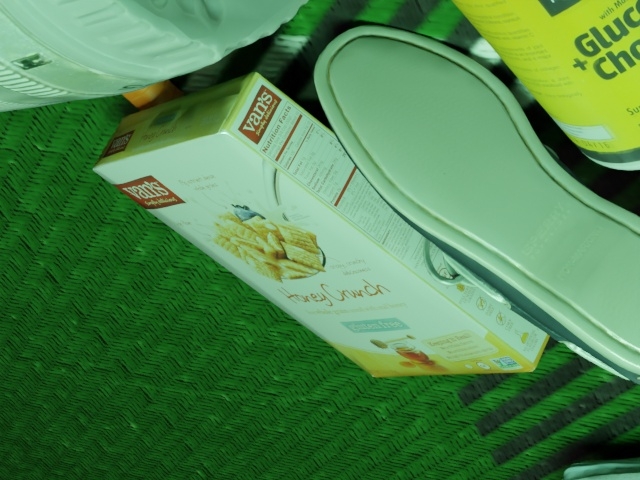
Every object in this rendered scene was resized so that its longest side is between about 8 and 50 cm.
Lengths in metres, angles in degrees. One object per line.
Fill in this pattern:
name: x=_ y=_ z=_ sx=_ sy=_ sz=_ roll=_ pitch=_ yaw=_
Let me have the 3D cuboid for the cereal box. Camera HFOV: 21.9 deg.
cereal box: x=0.000 y=0.000 z=0.974 sx=0.240 sy=0.047 sz=0.173 roll=36 pitch=158 yaw=-23

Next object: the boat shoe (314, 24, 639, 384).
boat shoe: x=0.099 y=-0.016 z=0.868 sx=0.254 sy=0.095 sz=0.079 roll=36 pitch=165 yaw=12

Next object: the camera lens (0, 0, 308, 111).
camera lens: x=-0.153 y=-0.164 z=0.716 sx=0.274 sy=0.219 sz=0.219 roll=-4 pitch=140 yaw=40

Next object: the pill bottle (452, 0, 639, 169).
pill bottle: x=0.107 y=-0.122 z=0.708 sx=0.103 sy=0.103 sz=0.184 roll=-10 pitch=136 yaw=45

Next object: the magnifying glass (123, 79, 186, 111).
magnifying glass: x=-0.062 y=-0.054 z=1.025 sx=0.231 sy=0.026 sz=0.092 roll=40 pitch=147 yaw=-29

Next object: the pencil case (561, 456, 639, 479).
pencil case: x=0.266 y=0.180 z=1.065 sx=0.124 sy=0.113 sz=0.273 roll=43 pitch=146 yaw=-14
